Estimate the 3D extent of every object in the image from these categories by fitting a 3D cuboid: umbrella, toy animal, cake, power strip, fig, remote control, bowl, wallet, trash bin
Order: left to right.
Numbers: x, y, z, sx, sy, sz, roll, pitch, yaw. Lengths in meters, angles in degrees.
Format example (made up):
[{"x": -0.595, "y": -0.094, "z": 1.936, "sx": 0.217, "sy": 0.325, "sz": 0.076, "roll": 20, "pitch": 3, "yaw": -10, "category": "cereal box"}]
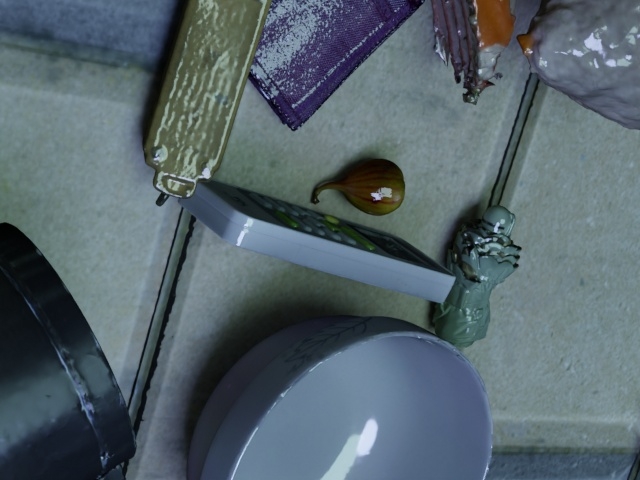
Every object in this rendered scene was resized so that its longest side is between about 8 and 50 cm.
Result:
[{"x": -0.308, "y": 0.145, "z": 1.150, "sx": 0.301, "sy": 0.203, "sz": 0.252, "roll": -29, "pitch": 115, "yaw": -22, "category": "trash bin"}, {"x": -0.078, "y": -0.170, "z": 1.269, "sx": 0.064, "sy": 0.044, "sz": 0.305, "roll": 15, "pitch": 101, "yaw": -14, "category": "power strip"}, {"x": 0.000, "y": 0.000, "z": 1.374, "sx": 0.250, "sy": 0.103, "sz": 0.034, "roll": 17, "pitch": 103, "yaw": -39, "category": "remote control"}, {"x": 0.000, "y": 0.186, "z": 1.431, "sx": 0.287, "sy": 0.144, "sz": 0.287, "roll": -15, "pitch": 119, "yaw": -29, "category": "bowl"}, {"x": 0.005, "y": -0.182, "z": 1.340, "sx": 0.166, "sy": 0.030, "sz": 0.111, "roll": -45, "pitch": 130, "yaw": -10, "category": "wallet"}, {"x": 0.034, "y": -0.044, "z": 1.420, "sx": 0.083, "sy": 0.050, "sz": 0.050, "roll": -6, "pitch": 115, "yaw": -12, "category": "fig"}, {"x": 0.146, "y": 0.033, "z": 1.522, "sx": 0.067, "sy": 0.062, "sz": 0.143, "roll": 17, "pitch": 109, "yaw": -8, "category": "umbrella"}, {"x": 0.142, "y": -0.257, "z": 1.360, "sx": 0.135, "sy": 0.098, "sz": 0.287, "roll": -14, "pitch": 118, "yaw": -31, "category": "cake"}, {"x": 0.317, "y": -0.219, "z": 1.442, "sx": 0.358, "sy": 0.188, "sz": 0.227, "roll": -16, "pitch": 119, "yaw": -36, "category": "toy animal"}]
